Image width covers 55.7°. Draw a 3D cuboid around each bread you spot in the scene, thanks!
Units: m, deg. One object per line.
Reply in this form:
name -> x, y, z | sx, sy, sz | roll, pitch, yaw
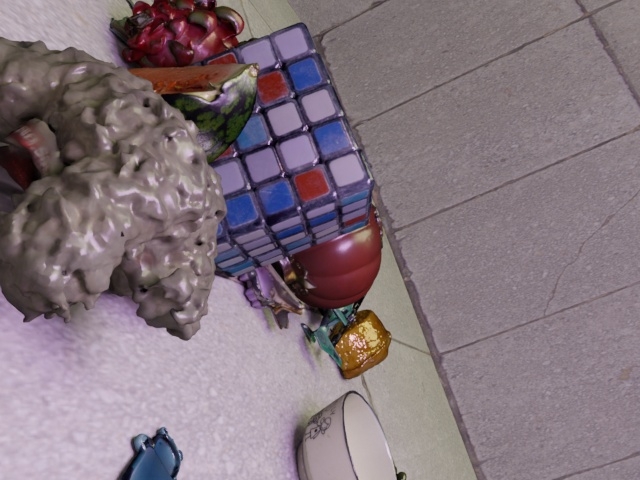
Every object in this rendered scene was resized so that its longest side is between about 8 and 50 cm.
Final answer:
bread -> 0.105, 0.256, 1.569 | 0.143, 0.140, 0.229 | 57, 14, -5

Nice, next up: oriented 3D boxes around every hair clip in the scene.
hair clip -> -0.126, 0.038, 1.181 | 0.292, 0.085, 0.106 | 63, 16, 8

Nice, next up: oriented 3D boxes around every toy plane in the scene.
toy plane -> 0.033, 0.155, 1.468 | 0.155, 0.106, 0.381 | 53, 20, -9

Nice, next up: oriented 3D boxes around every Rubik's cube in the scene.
Rubik's cube -> -0.093, -0.131, 1.015 | 0.292, 0.293, 0.286 | 62, 6, -79

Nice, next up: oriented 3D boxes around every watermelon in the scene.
watermelon -> -0.244, -0.178, 0.814 | 0.128, 0.304, 0.159 | 14, 84, -60

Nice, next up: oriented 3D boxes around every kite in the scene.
kite -> -0.356, -0.438, 1.221 | 0.314, 0.012, 0.335 | 61, 14, -22

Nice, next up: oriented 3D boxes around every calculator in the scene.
calculator -> -0.189, 0.267, 0.683 | 0.094, 0.019, 0.141 | 64, 13, -13

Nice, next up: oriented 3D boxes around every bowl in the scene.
bowl -> 0.041, 0.403, 1.087 | 0.237, 0.126, 0.237 | 59, 15, -27

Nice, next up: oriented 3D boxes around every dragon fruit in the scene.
dragon fruit -> -0.211, -0.337, 1.098 | 0.198, 0.273, 0.218 | 30, 64, -80

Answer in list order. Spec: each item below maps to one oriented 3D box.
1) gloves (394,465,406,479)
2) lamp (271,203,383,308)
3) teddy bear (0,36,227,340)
gloves -> 0.184, 0.613, 1.312 | 0.135, 0.107, 0.268 | 97, -26, -46
lamp -> 0.000, 0.000, 1.291 | 0.303, 0.257, 0.303 | 45, -32, 38
teddy bear -> -0.223, -0.017, 0.692 | 0.357, 0.225, 0.367 | 53, -19, 32
